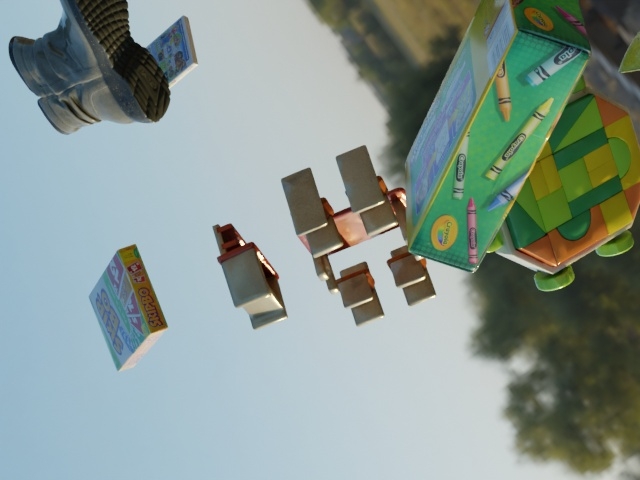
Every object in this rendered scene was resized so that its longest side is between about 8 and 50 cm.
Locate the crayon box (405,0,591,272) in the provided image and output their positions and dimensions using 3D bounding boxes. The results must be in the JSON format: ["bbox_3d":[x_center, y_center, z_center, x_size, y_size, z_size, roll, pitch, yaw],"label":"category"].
[{"bbox_3d":[0.171,-0.128,1.450,0.081,0.278,0.165,17,-145,-10],"label":"crayon box"}]

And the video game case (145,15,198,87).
[{"bbox_3d":[-0.220,-0.246,1.992,0.011,0.122,0.087,20,-135,-43],"label":"video game case"}]

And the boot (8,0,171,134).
[{"bbox_3d":[-0.279,-0.217,1.543,0.083,0.161,0.246,-59,-44,-44],"label":"boot"}]

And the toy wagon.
[{"bbox_3d":[0.308,-0.065,1.992,0.068,0.344,0.267,8,122,60],"label":"toy wagon"}]

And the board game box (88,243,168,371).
[{"bbox_3d":[-0.274,0.101,2.004,0.124,0.039,0.259,67,159,10],"label":"board game box"}]

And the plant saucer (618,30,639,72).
[{"bbox_3d":[0.487,-0.266,1.762,0.188,0.188,0.045,-4,108,48],"label":"plant saucer"}]

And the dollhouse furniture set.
[{"bbox_3d":[0.000,0.000,1.855,0.262,0.259,0.135,57,-166,-56],"label":"dollhouse furniture set"}]
